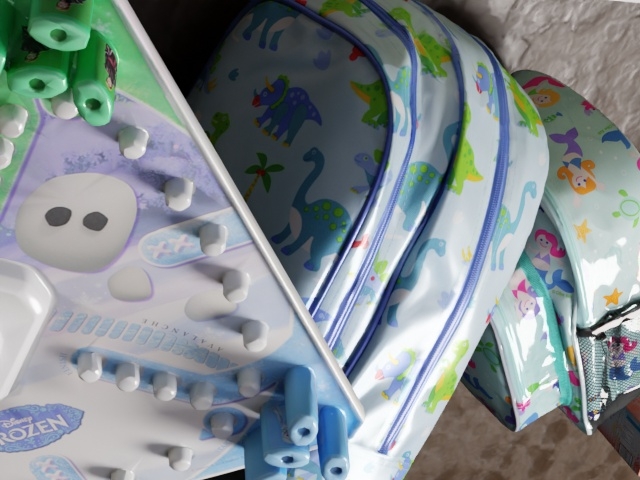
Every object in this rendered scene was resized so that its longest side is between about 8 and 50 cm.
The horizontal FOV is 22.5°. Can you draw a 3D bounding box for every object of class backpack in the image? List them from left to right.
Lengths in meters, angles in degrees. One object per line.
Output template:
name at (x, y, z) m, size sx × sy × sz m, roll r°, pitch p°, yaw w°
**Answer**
backpack at (0.000, 0.000, 1.113) m, size 0.355 × 0.290 × 0.273 m, roll -48°, pitch 132°, yaw 0°
backpack at (0.162, 0.005, 1.254) m, size 0.191 × 0.225 × 0.254 m, roll -24°, pitch 132°, yaw -20°

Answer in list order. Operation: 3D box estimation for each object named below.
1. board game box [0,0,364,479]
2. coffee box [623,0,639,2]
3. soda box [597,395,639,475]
board game box at (-0.218, 0.056, 0.882) m, size 0.389 × 0.050 × 0.390 m, roll -16°, pitch 134°, yaw 13°
coffee box at (0.255, -0.357, 0.905) m, size 0.337 × 0.334 × 0.338 m, roll -1°, pitch 131°, yaw -33°
soda box at (0.264, 0.125, 1.449) m, size 0.063 × 0.183 × 0.058 m, roll -16°, pitch 134°, yaw -22°
